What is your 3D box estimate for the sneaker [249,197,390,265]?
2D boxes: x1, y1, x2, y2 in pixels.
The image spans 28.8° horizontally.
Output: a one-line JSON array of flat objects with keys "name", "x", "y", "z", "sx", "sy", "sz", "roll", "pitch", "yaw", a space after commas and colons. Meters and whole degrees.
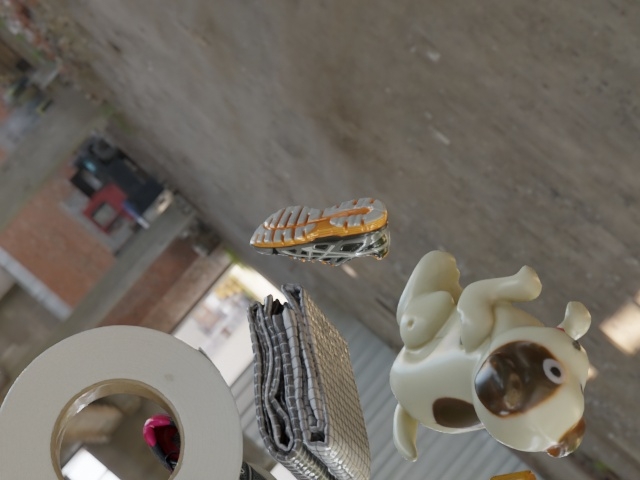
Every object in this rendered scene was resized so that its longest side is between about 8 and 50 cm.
[{"name": "sneaker", "x": 0.000, "y": 0.000, "z": 1.773, "sx": 0.214, "sy": 0.084, "sz": 0.083, "roll": -5, "pitch": 129, "yaw": 24}]

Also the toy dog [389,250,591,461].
[{"name": "toy dog", "x": 0.293, "y": 0.222, "z": 2.155, "sx": 0.284, "sy": 0.395, "sz": 0.408, "roll": 48, "pitch": 166, "yaw": -23}]

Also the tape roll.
[{"name": "tape roll", "x": -0.314, "y": 0.324, "z": 1.951, "sx": 0.392, "sy": 0.392, "sz": 0.072, "roll": 40, "pitch": 160, "yaw": 11}]

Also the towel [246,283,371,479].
[{"name": "towel", "x": -0.025, "y": 0.236, "z": 1.924, "sx": 0.235, "sy": 0.121, "sz": 0.284, "roll": 54, "pitch": -160, "yaw": -57}]

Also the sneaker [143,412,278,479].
[{"name": "sneaker", "x": -0.178, "y": 0.395, "z": 2.055, "sx": 0.299, "sy": 0.121, "sz": 0.112, "roll": 33, "pitch": 178, "yaw": 24}]

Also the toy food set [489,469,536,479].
[{"name": "toy food set", "x": 0.256, "y": 0.446, "z": 1.860, "sx": 0.104, "sy": 0.232, "sz": 0.111, "roll": -17, "pitch": 138, "yaw": 31}]
